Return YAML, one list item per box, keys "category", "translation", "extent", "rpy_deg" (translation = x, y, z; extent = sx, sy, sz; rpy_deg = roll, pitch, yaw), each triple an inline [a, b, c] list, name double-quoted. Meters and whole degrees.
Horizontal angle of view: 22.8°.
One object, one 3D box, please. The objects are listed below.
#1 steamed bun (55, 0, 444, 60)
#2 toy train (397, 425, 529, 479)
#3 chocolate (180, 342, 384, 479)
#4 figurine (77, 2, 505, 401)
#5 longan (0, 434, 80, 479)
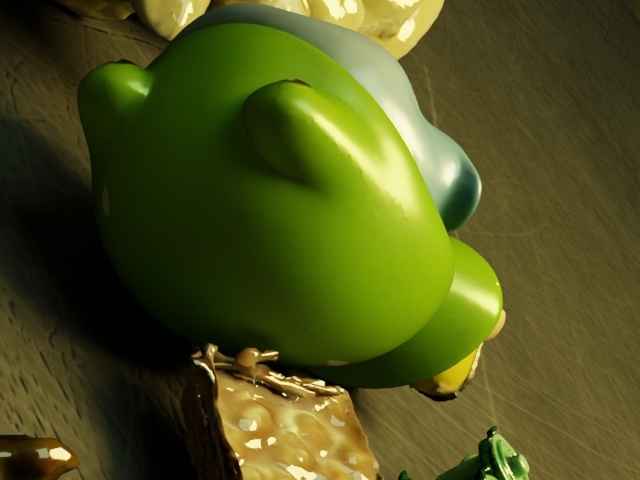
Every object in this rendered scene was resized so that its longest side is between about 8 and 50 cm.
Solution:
- category: "steamed bun"
  translation: [-0.082, -0.206, 0.799]
  extent: [0.428, 0.189, 0.247]
  rpy_deg: [39, 67, -26]
- category: "toy train"
  translation: [0.070, 0.157, 0.695]
  extent: [0.105, 0.071, 0.178]
  rpy_deg: [59, 19, -7]
- category: "chocolate"
  translation: [0.012, 0.175, 0.545]
  extent: [0.102, 0.065, 0.329]
  rpy_deg: [12, 40, -29]
- category: "figurine"
  translation: [0.000, 0.000, 0.707]
  extent: [0.162, 0.143, 0.263]
  rpy_deg: [15, -21, 32]
- category: "longan"
  translation: [-0.136, 0.043, 0.334]
  extent: [0.176, 0.155, 0.145]
  rpy_deg: [0, 26, -31]
